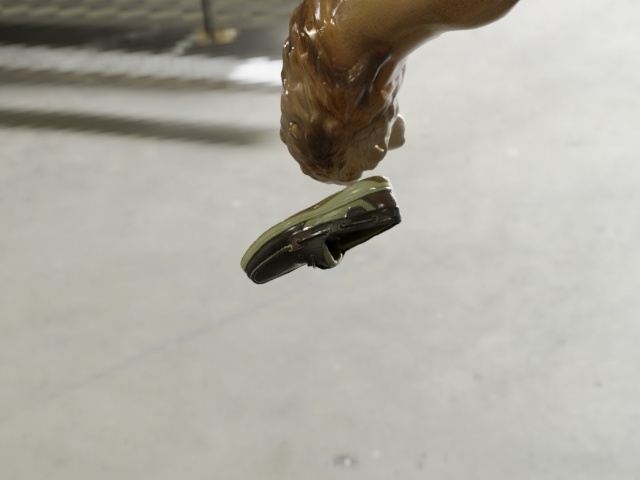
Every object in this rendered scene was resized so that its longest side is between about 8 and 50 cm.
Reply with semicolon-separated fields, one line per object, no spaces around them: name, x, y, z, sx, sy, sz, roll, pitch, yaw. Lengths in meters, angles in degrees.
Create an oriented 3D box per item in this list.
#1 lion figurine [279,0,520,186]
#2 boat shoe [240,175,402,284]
lion figurine;0.080;-0.204;1.399;0.142;0.392;0.240;16;67;-18
boat shoe;0.000;0.000;1.451;0.152;0.056;0.049;-33;64;21
